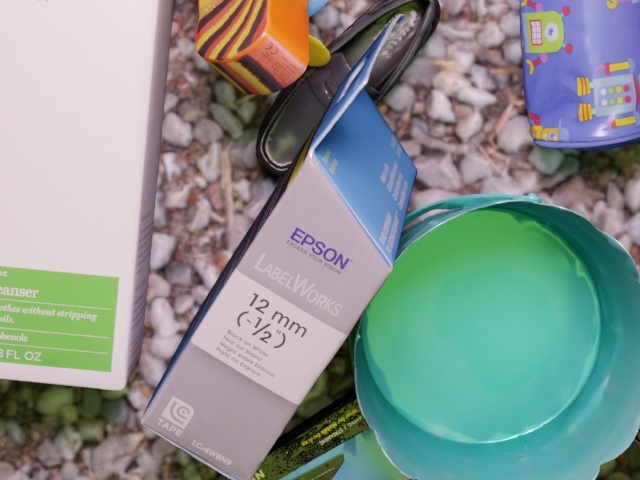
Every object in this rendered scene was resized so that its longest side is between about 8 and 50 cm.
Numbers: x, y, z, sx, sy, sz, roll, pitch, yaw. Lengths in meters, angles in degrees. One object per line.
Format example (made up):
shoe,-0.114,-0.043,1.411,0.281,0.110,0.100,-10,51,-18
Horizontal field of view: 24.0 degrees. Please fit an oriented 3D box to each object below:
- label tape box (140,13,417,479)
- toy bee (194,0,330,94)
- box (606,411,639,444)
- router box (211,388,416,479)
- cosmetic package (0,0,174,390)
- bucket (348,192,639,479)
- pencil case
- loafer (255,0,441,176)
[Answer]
label tape box,0.000,0.000,1.267,0.115,0.249,0.347,33,112,-5
toy bee,-0.059,-0.229,1.332,0.162,0.298,0.195,-24,111,36
box,0.350,0.211,1.414,0.207,0.114,0.036,41,93,-5
router box,-0.004,0.246,1.438,0.179,0.046,0.133,-33,96,1
cosmetic package,-0.244,-0.066,1.344,0.197,0.155,0.365,4,97,-1
bucket,0.155,0.091,1.360,0.281,0.183,0.281,0,95,-2
pencil case,0.228,-0.233,1.360,0.119,0.133,0.306,-16,99,-43
loafer,0.023,-0.149,1.381,0.076,0.078,0.223,43,93,-5
